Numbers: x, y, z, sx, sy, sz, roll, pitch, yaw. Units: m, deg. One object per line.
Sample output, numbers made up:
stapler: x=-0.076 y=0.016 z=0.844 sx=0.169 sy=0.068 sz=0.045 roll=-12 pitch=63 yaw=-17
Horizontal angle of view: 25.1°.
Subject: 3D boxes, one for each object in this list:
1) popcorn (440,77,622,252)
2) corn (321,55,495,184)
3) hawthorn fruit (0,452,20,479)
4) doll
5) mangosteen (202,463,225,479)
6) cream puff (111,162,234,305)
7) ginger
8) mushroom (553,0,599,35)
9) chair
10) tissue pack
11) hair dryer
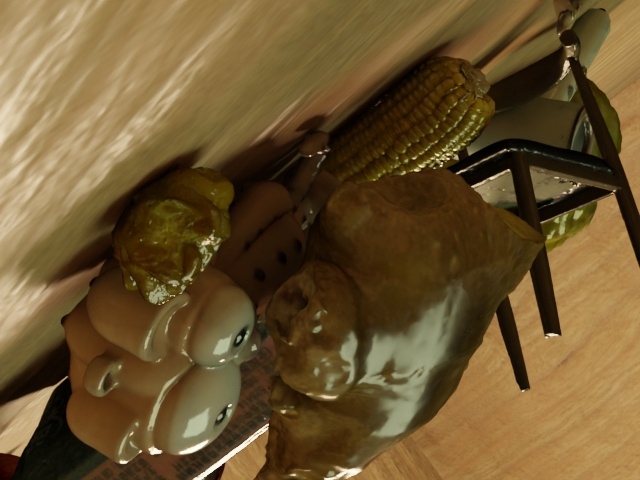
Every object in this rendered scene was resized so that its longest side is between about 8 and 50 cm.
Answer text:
popcorn: x=0.195 y=-0.067 z=1.572 sx=0.225 sy=0.173 sz=0.286 roll=-21 pitch=-164 yaw=37
corn: x=0.046 y=-0.064 z=1.098 sx=0.203 sy=0.072 sz=0.072 roll=-38 pitch=175 yaw=25
hawthorn fruit: x=-0.339 y=0.343 z=1.367 sx=0.266 sy=0.230 sz=0.210 roll=-30 pitch=166 yaw=-35
doll: x=-0.070 y=0.032 z=0.982 sx=0.278 sy=0.119 sz=0.154 roll=-46 pitch=156 yaw=-42
mangosteen: x=-0.218 y=0.255 z=1.819 sx=0.192 sy=0.192 sz=0.217 roll=-37 pitch=-154 yaw=7
cream puff: x=-0.089 y=-0.008 z=0.830 sx=0.058 sy=0.083 sz=0.083 roll=27 pitch=143 yaw=-34
ginger: x=0.033 y=0.074 z=0.985 sx=0.219 sy=0.123 sz=0.270 roll=16 pitch=103 yaw=-54
mushroom: x=0.252 y=-0.214 z=1.223 sx=0.187 sy=0.060 sz=0.061 roll=-22 pitch=-177 yaw=-35
chair: x=0.144 y=-0.028 z=1.157 sx=0.166 sy=0.272 sz=0.188 roll=7 pitch=156 yaw=-42
tissue pack: x=-0.122 y=0.129 z=1.226 sx=0.316 sy=0.103 sz=0.228 roll=-38 pitch=-165 yaw=20
hair dryer: x=0.213 y=-0.153 z=1.346 sx=0.236 sy=0.131 sz=0.073 roll=-56 pitch=149 yaw=-36
